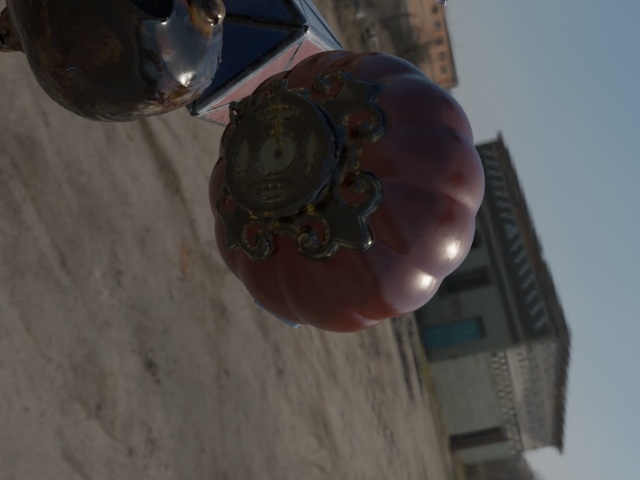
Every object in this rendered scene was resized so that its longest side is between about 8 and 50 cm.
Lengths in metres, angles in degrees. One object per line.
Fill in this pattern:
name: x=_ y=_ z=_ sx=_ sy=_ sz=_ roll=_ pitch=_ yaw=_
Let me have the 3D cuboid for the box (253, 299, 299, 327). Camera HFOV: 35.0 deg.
box: x=0.000 y=0.000 z=1.516 sx=0.083 sy=0.142 sz=0.232 roll=35 pitch=50 yaw=-16

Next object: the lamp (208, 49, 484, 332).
lamp: x=0.021 y=-0.038 z=0.807 sx=0.227 sy=0.227 sz=0.226 roll=-12 pitch=90 yaw=-84

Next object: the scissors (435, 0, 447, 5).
scissors: x=0.165 y=-0.405 z=1.558 sx=0.100 sy=0.015 sz=0.189 roll=45 pitch=24 yaw=-4

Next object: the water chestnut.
water chestnut: x=-0.300 y=-0.315 z=1.370 sx=0.335 sy=0.347 sz=0.335 roll=32 pitch=51 yaw=-50

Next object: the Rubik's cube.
Rubik's cube: x=-0.141 y=-0.370 z=1.791 sx=0.260 sy=0.259 sz=0.255 roll=60 pitch=13 yaw=10
